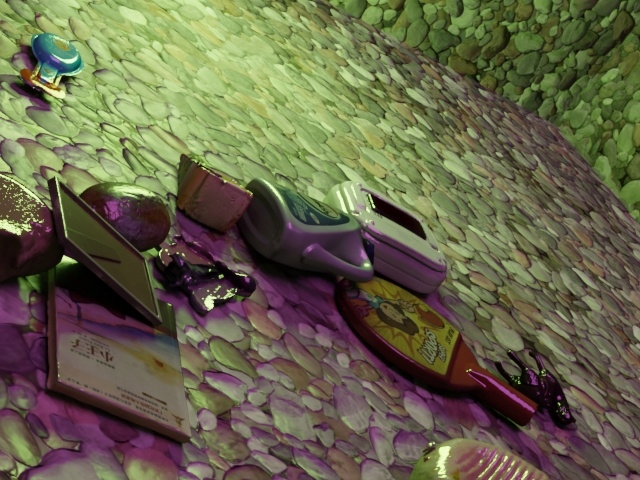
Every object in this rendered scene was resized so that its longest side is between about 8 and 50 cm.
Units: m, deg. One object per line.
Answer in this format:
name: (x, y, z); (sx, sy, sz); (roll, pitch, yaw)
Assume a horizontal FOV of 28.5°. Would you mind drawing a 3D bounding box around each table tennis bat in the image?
table tennis bat: (0.201, 0.194, 2.228); (0.415, 0.051, 0.268); (35, 21, 1)

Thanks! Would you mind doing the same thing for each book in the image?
book: (-0.266, 0.134, 1.643); (0.201, 0.026, 0.289); (28, 22, -28)

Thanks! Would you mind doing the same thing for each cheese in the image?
cheese: (-0.439, -0.020, 1.601); (0.175, 0.091, 0.202); (46, 24, 19)
cheese: (-0.472, -0.308, 2.210); (0.106, 0.037, 0.256); (30, 24, -15)

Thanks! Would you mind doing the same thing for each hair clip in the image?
hair clip: (-0.191, 0.045, 1.923); (0.146, 0.056, 0.187); (42, 13, 14)

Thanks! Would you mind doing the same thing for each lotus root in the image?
lotus root: (-0.301, -0.034, 1.851); (0.192, 0.088, 0.113); (1, 48, -57)

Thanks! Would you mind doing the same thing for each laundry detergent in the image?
laundry detergent: (0.000, 0.000, 2.221); (0.281, 0.105, 0.215); (23, 18, -36)

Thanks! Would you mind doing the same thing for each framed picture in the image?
framed picture: (-0.291, 0.015, 1.704); (0.203, 0.015, 0.150); (47, 12, -39)

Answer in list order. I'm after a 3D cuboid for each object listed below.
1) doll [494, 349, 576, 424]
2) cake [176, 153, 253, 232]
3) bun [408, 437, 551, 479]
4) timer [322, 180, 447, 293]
doll: (0.415, 0.281, 2.374); (0.139, 0.057, 0.165); (9, 40, -56)
cake: (-0.195, -0.085, 2.183); (0.109, 0.090, 0.225); (27, 5, -17)
bun: (0.230, 0.391, 1.726); (0.259, 0.160, 0.259); (16, 26, -8)
timer: (0.129, -0.012, 2.471); (0.262, 0.087, 0.237); (28, 23, -23)
